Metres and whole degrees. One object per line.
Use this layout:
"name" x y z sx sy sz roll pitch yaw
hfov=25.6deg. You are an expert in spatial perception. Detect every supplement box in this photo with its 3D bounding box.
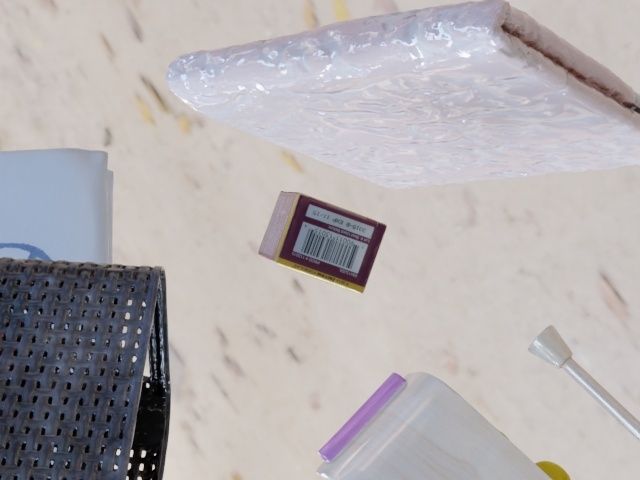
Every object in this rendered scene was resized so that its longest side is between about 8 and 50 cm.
"supplement box" 0.000 0.000 0.810 0.055 0.043 0.083 19 179 -11

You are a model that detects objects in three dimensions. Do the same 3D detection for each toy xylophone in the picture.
"toy xylophone" 0.163 0.218 1.095 0.323 0.236 0.081 50 170 15

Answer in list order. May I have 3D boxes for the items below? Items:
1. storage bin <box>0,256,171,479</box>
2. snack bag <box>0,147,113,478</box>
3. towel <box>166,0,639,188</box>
"storage bin" -0.118 0.105 0.626 0.180 0.084 0.122 -88 1 -47
"snack bag" -0.299 0.104 0.892 0.037 0.342 0.323 -166 75 -75
"towel" 0.093 -0.114 1.178 0.332 0.053 0.317 -5 165 40
